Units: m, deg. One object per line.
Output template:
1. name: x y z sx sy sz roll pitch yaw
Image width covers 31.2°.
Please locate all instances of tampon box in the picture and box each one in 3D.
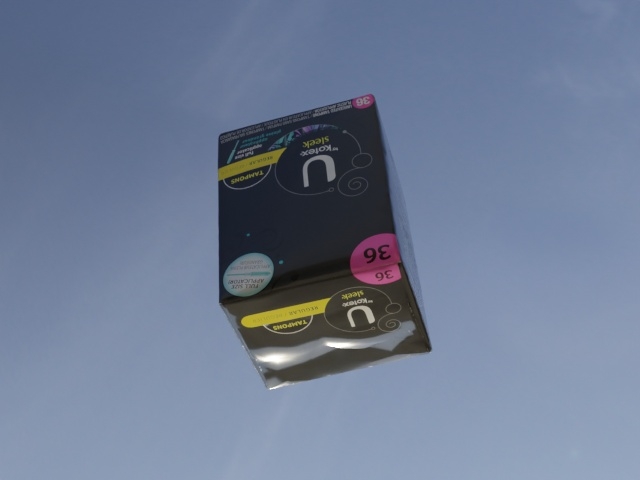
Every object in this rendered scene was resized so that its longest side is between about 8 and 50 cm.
1. tampon box: 0.000 0.000 0.791 0.120 0.161 0.101 -14 -44 8
